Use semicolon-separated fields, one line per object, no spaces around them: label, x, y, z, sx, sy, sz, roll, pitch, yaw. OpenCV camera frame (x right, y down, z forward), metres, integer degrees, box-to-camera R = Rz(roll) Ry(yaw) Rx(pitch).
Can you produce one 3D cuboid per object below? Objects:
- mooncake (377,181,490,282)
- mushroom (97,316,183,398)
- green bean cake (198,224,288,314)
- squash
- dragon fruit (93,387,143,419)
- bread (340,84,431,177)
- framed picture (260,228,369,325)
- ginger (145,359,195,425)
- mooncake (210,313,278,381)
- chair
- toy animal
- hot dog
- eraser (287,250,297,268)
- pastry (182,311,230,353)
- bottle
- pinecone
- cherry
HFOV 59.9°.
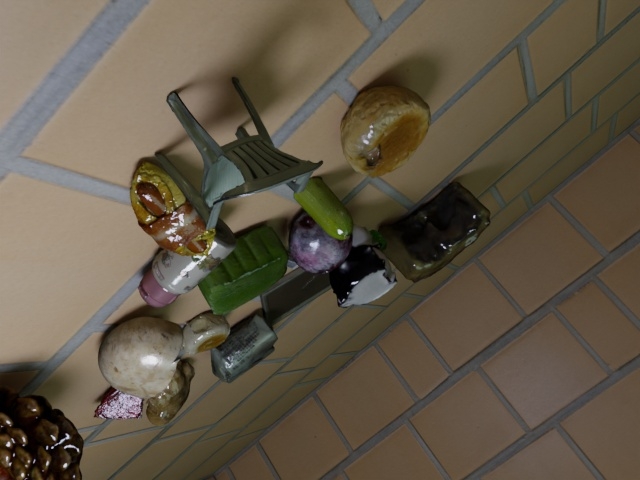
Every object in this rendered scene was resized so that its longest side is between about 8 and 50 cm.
mooncake;0.431;-0.030;2.098;0.394;0.246;0.393;-45;163;28
mushroom;-0.483;0.290;1.467;0.188;0.195;0.254;24;127;-28
green bean cake;-0.208;0.078;1.500;0.248;0.125;0.222;-26;157;-20
squash;0.020;-0.073;1.450;0.095;0.188;0.095;-33;158;-16
dragon fruit;-0.632;0.494;1.763;0.160;0.121;0.127;3;-176;-23
bread;0.146;-0.268;1.328;0.244;0.134;0.244;-28;155;-14
framed picture;-0.020;0.142;2.033;0.446;0.028;0.326;-30;157;-17
ginger;-0.499;0.477;1.855;0.219;0.123;0.270;-48;163;-50
mooncake;-0.278;0.381;1.974;0.254;0.136;0.250;-34;160;-20
chair;-0.140;-0.140;0.960;0.203;0.275;0.191;-27;156;-30
toy animal;0.111;0.055;1.727;0.212;0.267;0.213;-14;146;-10
hot dog;-0.284;-0.035;1.090;0.123;0.093;0.261;-30;136;10
eraser;-0.109;0.054;1.687;0.029;0.052;0.122;-41;157;11
pastry;-0.363;0.291;1.735;0.165;0.088;0.166;-28;156;-14
bottle;-0.318;0.054;1.288;0.253;0.120;0.120;-42;158;16
pinecone;-0.751;0.532;1.270;0.397;0.398;0.398;-31;158;-14
cherry;-0.005;-0.005;1.570;0.195;0.195;0.195;-31;158;-14
